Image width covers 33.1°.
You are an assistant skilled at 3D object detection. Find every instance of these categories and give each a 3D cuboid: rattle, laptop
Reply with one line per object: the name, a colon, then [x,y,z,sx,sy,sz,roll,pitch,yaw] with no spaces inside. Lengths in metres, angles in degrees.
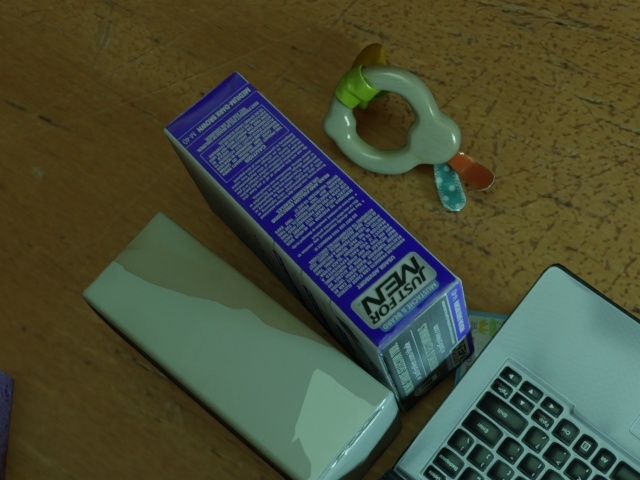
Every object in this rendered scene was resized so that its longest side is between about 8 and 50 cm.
rattle: [0.111,-0.130,1.229,0.200,0.143,0.130,24,105,2]
laptop: [0.218,0.255,0.864,0.382,0.236,0.408,37,85,20]

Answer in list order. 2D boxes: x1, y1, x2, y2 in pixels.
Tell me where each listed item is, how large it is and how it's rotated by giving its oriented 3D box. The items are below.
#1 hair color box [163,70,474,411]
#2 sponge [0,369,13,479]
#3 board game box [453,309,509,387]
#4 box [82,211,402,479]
hair color box: [0.000,0.000,1.091,0.110,0.185,0.339,-39,63,-8]
sponge: [-0.355,0.227,1.097,0.031,0.117,0.210,-5,66,4]
board game box: [0.188,0.152,1.096,0.103,0.026,0.154,8,68,12]
box: [-0.076,0.124,1.086,0.311,0.148,0.121,37,76,19]
